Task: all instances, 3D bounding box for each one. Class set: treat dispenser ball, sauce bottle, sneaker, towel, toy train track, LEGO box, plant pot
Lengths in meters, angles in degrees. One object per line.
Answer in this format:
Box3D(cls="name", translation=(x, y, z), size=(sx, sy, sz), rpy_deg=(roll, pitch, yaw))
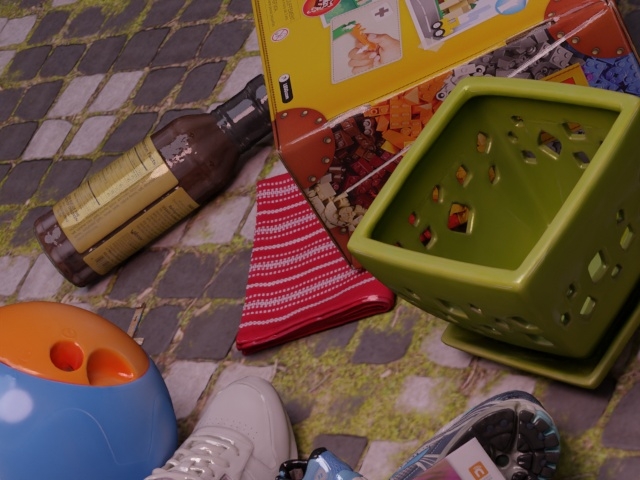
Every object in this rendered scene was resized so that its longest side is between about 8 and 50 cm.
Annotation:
Box3D(cls="treat dispenser ball", translation=(-0.290, 0.204, 1.686), size=(0.288, 0.288, 0.288), rpy_deg=(-23, 40, 20))
Box3D(cls="sauce bottle", translation=(-0.189, -0.078, 2.051), size=(0.344, 0.111, 0.111), rpy_deg=(-34, 37, 3))
Box3D(cls="sneaker", translation=(-0.112, 0.250, 1.600), size=(0.114, 0.152, 0.305), rpy_deg=(3, 54, 27))
Box3D(cls="sneaker", translation=(0.105, 0.241, 1.498), size=(0.283, 0.110, 0.122), rpy_deg=(-40, 5, 14))
Box3D(cls="towel", translation=(0.000, 0.000, 1.875), size=(0.199, 0.031, 0.275), rpy_deg=(-19, 41, 23))
Box3D(cls="toy train track", translation=(-0.227, 0.105, 1.967), size=(0.048, 0.014, 0.083), rpy_deg=(-10, 45, 32))
Box3D(cls="sneaker", translation=(-0.011, 0.237, 1.557), size=(0.063, 0.073, 0.162), rpy_deg=(-35, -9, -39))
Box3D(cls="LEGO box", translation=(0.129, -0.256, 1.878), size=(0.372, 0.193, 0.500), rpy_deg=(-23, 39, 11))
Box3D(cls="plant pot", translation=(0.202, 0.001, 1.558), size=(0.227, 0.207, 0.228), rpy_deg=(14, 61, 46))

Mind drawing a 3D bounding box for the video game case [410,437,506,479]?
Box3D(cls="video game case", translation=(0.093, 0.304, 1.320), size=(0.232, 0.042, 0.210), rpy_deg=(-30, 75, -19))
